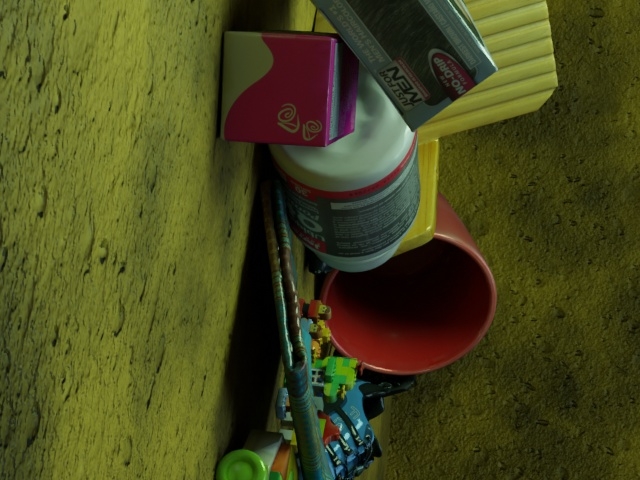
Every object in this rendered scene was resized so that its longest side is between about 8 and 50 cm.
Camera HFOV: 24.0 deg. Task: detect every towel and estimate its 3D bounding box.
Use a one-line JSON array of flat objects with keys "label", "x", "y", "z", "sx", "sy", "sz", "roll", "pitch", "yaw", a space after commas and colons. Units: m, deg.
[{"label": "towel", "x": -0.026, "y": 0.135, "z": 1.806, "sx": 0.370, "sy": 0.040, "sz": 0.271, "roll": 83, "pitch": -3, "yaw": -56}]

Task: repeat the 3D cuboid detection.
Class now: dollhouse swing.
[{"label": "dollhouse swing", "x": 0.172, "y": -0.172, "z": 2.112, "sx": 0.347, "sy": 0.305, "sz": 0.315, "roll": 70, "pitch": 21, "yaw": -52}]

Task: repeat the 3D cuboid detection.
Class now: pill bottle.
[{"label": "pill bottle", "x": 0.034, "y": -0.081, "z": 1.834, "sx": 0.318, "sy": 0.176, "sz": 0.176, "roll": 78, "pitch": 19, "yaw": -65}]

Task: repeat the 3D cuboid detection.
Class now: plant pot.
[{"label": "plant pot", "x": 0.128, "y": 0.038, "z": 2.398, "sx": 0.243, "sy": 0.275, "sz": 0.275, "roll": -94, "pitch": -176, "yaw": -58}]

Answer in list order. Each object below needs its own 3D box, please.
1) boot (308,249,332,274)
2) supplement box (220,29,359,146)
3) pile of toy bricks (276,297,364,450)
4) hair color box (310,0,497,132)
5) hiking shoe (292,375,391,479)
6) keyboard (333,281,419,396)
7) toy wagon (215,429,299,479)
[{"label": "boot", "x": -0.001, "y": 0.000, "z": 2.145, "sx": 0.121, "sy": 0.045, "sz": 0.099, "roll": -53, "pitch": 150, "yaw": -78}, {"label": "supplement box", "x": -0.028, "y": -0.162, "z": 1.567, "sx": 0.220, "sy": 0.111, "sz": 0.114, "roll": -37, "pitch": 131, "yaw": -79}, {"label": "pile of toy bricks", "x": 0.007, "y": 0.181, "z": 2.079, "sx": 0.118, "sy": 0.105, "sz": 0.212, "roll": 86, "pitch": 12, "yaw": -49}, {"label": "hair color box", "x": 0.071, "y": -0.281, "z": 1.638, "sx": 0.185, "sy": 0.114, "sz": 0.374, "roll": 50, "pitch": 14, "yaw": -22}, {"label": "hiking shoe", "x": 0.020, "y": 0.307, "z": 2.159, "sx": 0.113, "sy": 0.132, "sz": 0.304, "roll": 87, "pitch": 12, "yaw": -48}, {"label": "keyboard", "x": 0.095, "y": 0.144, "z": 2.526, "sx": 0.033, "sy": 0.201, "sz": 0.317, "roll": 48, "pitch": 39, "yaw": -30}, {"label": "toy wagon", "x": -0.083, "y": 0.396, "z": 1.699, "sx": 0.267, "sy": 0.068, "sz": 0.344, "roll": 78, "pitch": 18, "yaw": -64}]
